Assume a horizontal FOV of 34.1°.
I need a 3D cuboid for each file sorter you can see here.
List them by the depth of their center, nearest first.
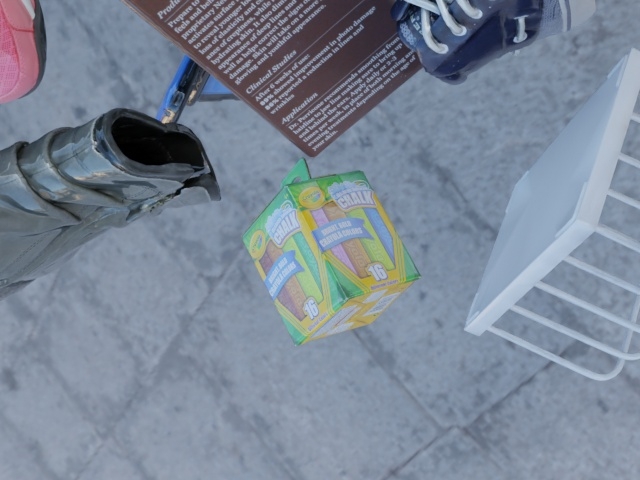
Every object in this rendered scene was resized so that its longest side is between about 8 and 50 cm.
[{"bbox_3d":[0.287,-0.005,1.002,0.173,0.193,0.277,24,154,-1],"label":"file sorter"}]

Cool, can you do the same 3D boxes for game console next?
[{"bbox_3d":[-0.116,-0.199,1.437,0.173,0.250,0.293,25,156,-9],"label":"game console"}]

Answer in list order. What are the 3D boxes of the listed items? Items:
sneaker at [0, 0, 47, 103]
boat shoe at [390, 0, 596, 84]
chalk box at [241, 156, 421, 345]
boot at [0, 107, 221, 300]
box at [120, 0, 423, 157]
[{"bbox_3d":[-0.274,-0.155,0.569,0.116,0.136,0.314,-9,146,22],"label":"sneaker"},{"bbox_3d":[0.126,-0.207,0.836,0.158,0.340,0.127,-31,76,13],"label":"boat shoe"},{"bbox_3d":[0.000,0.000,1.310,0.213,0.132,0.132,61,139,18],"label":"chalk box"},{"bbox_3d":[-0.156,-0.024,0.487,0.161,0.246,0.083,-23,85,19],"label":"boot"},{"bbox_3d":[-0.063,-0.260,1.045,0.191,0.381,0.143,-38,53,12],"label":"box"}]
